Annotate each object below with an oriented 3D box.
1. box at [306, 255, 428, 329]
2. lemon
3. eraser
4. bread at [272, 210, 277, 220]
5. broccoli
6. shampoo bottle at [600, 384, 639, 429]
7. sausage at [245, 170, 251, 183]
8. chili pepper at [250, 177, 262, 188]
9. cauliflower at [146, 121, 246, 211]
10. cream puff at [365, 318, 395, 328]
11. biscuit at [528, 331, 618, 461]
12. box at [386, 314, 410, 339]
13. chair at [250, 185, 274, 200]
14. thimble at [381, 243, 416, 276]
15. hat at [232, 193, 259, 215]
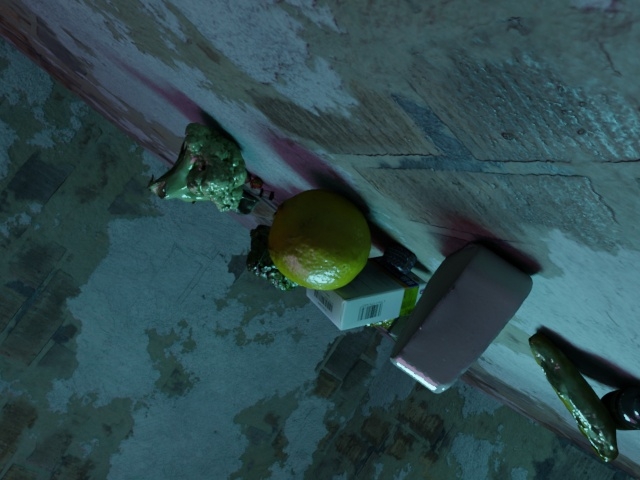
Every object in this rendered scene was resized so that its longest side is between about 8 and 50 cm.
[{"bbox_3d":[0.136,0.146,1.606,0.300,0.106,0.200,-7,-152,-30],"label":"box"},{"bbox_3d":[-0.001,-0.001,1.444,0.293,0.293,0.293,34,171,6],"label":"lemon"},{"bbox_3d":[0.317,0.144,1.229,0.150,0.331,0.331,33,171,3],"label":"eraser"},{"bbox_3d":[-0.044,-0.020,2.132,0.368,0.084,0.077,30,130,25],"label":"bread"},{"bbox_3d":[-0.110,0.023,1.948,0.303,0.321,0.283,-116,30,-44],"label":"broccoli"},{"bbox_3d":[0.754,0.403,1.299,0.101,0.101,0.284,32,170,21],"label":"shampoo bottle"},{"bbox_3d":[-0.288,-0.251,1.933,0.043,0.043,0.186,32,171,20],"label":"sausage"},{"bbox_3d":[-0.240,-0.208,2.002,0.045,0.027,0.178,11,175,-11],"label":"chili pepper"},{"bbox_3d":[-0.357,-0.201,1.678,0.260,0.281,0.327,21,154,44],"label":"cauliflower"},{"bbox_3d":[0.252,0.269,2.281,0.244,0.196,0.244,8,-177,0],"label":"cream puff"},{"bbox_3d":[0.637,0.377,1.392,0.335,0.078,0.329,56,-172,-18],"label":"biscuit"},{"bbox_3d":[0.351,0.306,1.969,0.084,0.198,0.310,32,170,26],"label":"box"},{"bbox_3d":[-0.210,-0.172,1.970,0.086,0.037,0.042,16,-178,-2],"label":"chair"},{"bbox_3d":[0.224,0.058,1.569,0.095,0.066,0.104,33,172,-2],"label":"thimble"},{"bbox_3d":[-0.401,-0.195,2.375,0.214,0.149,0.245,41,159,-29],"label":"hat"}]
